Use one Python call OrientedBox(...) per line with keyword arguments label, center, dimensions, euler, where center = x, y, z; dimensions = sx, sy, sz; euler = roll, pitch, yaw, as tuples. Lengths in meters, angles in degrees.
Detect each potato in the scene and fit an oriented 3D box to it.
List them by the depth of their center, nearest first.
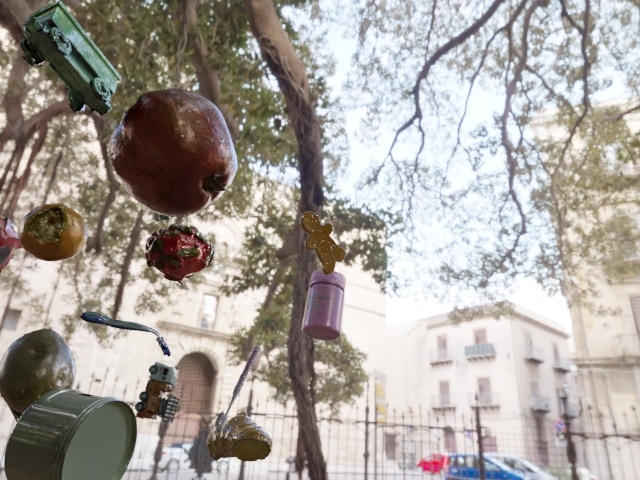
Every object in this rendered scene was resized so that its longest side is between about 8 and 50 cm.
OrientedBox(label="potato", center=(-0.764, 0.352, 1.273), dimensions=(0.160, 0.235, 0.178), euler=(-23, -40, 21))

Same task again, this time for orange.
OrientedBox(label="orange", center=(-0.666, -0.024, 1.174), dimensions=(0.155, 0.154, 0.134), euler=(11, -46, -16))

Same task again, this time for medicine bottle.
OrientedBox(label="medicine bottle", center=(0.021, 0.295, 2.157), dimensions=(0.178, 0.290, 0.178), euler=(6, -32, 4))

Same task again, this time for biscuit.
OrientedBox(label="biscuit", center=(-0.001, 0.000, 1.727), dimensions=(0.035, 0.158, 0.240), euler=(-21, -76, 47))

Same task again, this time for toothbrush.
OrientedBox(label="toothbrush", center=(-0.256, 0.449, 1.472), dimensions=(0.024, 0.354, 0.029), euler=(-7, -64, 16))

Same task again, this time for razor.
OrientedBox(label="razor", center=(-0.606, 0.280, 1.495), dimensions=(0.324, 0.056, 0.093), euler=(39, -1, -44))

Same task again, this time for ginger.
OrientedBox(label="ginger", center=(-0.284, 0.701, 1.661), dimensions=(0.354, 0.190, 0.126), euler=(-14, -59, 50))

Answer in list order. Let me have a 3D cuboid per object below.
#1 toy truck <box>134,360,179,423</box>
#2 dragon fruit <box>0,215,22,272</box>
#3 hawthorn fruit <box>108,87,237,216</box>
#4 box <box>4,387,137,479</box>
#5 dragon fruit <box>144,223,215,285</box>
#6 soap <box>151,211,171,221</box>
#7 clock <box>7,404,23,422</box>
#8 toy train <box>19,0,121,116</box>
OrientedBox(label="toy truck", center=(-0.512, 0.489, 1.515), dimensions=(0.115, 0.177, 0.080), euler=(10, -25, 2))
OrientedBox(label="dragon fruit", center=(-1.292, 0.025, 1.785), dimensions=(0.189, 0.290, 0.290), euler=(35, -20, 15))
OrientedBox(label="hawthorn fruit", center=(-0.439, -0.265, 1.490), dimensions=(0.403, 0.402, 0.402), euler=(3, -24, 1))
OrientedBox(label="box", center=(-0.540, 0.454, 1.041), dimensions=(0.150, 0.226, 0.226), euler=(4, -23, 18))
OrientedBox(label="dragon fruit", center=(-0.619, 0.053, 2.080), dimensions=(0.303, 0.236, 0.231), euler=(-1, -35, -17))
OrientedBox(label="soap", center=(-0.650, -0.179, 1.872), dimensions=(0.063, 0.198, 0.115), euler=(-13, 14, -25))
OrientedBox(label="clock", center=(-0.878, 0.436, 1.411), dimensions=(0.143, 0.202, 0.096), euler=(-55, -24, 15))
OrientedBox(label="toy train", center=(-0.700, -0.504, 1.331), dimensions=(0.120, 0.202, 0.300), euler=(-20, -42, 10))
